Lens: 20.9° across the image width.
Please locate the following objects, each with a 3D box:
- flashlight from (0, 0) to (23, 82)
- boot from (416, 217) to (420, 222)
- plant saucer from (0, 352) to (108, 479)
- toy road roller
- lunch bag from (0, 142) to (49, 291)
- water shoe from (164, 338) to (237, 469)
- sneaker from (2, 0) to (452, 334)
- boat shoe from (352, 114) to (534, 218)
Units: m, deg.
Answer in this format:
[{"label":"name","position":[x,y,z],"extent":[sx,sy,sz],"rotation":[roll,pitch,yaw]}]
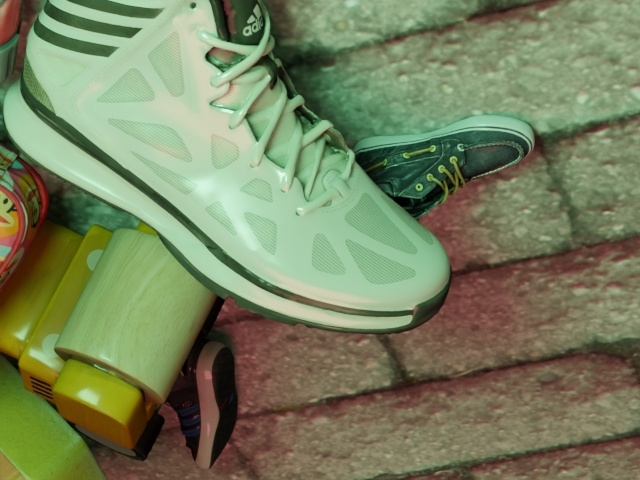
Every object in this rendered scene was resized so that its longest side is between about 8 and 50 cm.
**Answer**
[{"label":"flashlight","position":[-0.296,-0.268,1.469],"extent":[0.103,0.103,0.304],"rotation":[30,138,15]},{"label":"boot","position":[0.000,0.000,1.705],"extent":[0.198,0.137,0.077],"rotation":[10,138,-7]},{"label":"plant saucer","position":[-0.313,0.253,1.945],"extent":[0.081,0.333,0.332],"rotation":[-38,138,-16]},{"label":"toy road roller","position":[-0.238,0.071,1.716],"extent":[0.241,0.202,0.329],"rotation":[25,163,0]},{"label":"lunch bag","position":[-0.429,-0.021,1.626],"extent":[0.293,0.120,0.258],"rotation":[36,108,-6]},{"label":"water shoe","position":[-0.142,0.178,1.978],"extent":[0.080,0.073,0.203],"rotation":[20,136,15]},{"label":"sneaker","position":[-0.060,-0.102,1.521],"extent":[0.448,0.169,0.257],"rotation":[28,133,3]},{"label":"boat shoe","position":[0.116,-0.062,1.665],"extent":[0.183,0.083,0.065],"rotation":[-9,136,15]}]
